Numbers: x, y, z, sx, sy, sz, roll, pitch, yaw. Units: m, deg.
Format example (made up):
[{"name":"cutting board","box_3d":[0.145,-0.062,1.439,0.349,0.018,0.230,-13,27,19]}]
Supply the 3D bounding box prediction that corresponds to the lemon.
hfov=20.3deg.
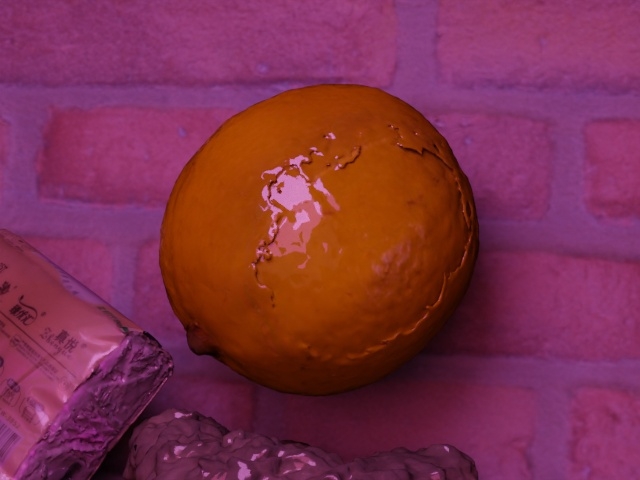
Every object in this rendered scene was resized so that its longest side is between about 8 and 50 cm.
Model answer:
[{"name":"lemon","box_3d":[0.000,-0.001,1.643,0.297,0.297,0.297,-4,72,12]}]

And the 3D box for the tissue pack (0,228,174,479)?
[{"name":"tissue pack","box_3d":[-0.293,0.129,1.728,0.256,0.123,0.215,32,82,40]}]

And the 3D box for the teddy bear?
[{"name":"teddy bear","box_3d":[-0.047,0.349,1.616,0.357,0.224,0.368,5,89,13]}]
